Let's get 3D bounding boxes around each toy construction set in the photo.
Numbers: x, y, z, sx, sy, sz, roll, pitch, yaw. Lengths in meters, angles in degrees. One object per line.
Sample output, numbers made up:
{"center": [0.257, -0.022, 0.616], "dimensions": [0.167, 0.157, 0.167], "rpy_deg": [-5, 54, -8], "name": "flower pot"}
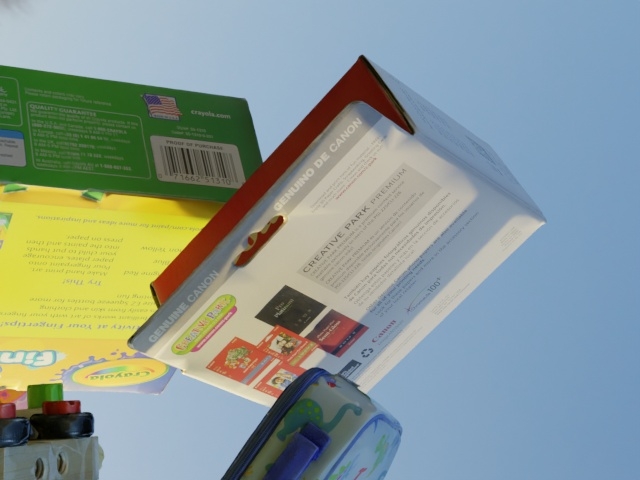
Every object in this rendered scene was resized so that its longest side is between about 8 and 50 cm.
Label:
{"center": [-0.282, 0.177, 0.837], "dimensions": [0.215, 0.151, 0.328], "rpy_deg": [-4, -173, 13], "name": "toy construction set"}

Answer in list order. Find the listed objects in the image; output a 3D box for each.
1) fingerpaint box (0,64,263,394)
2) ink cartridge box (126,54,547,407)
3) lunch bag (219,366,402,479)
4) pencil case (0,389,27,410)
{"center": [-0.327, -0.001, 1.200], "dimensions": [0.371, 0.445, 0.163], "rpy_deg": [-57, -141, 44], "name": "fingerpaint box"}
{"center": [0.000, 0.000, 1.064], "dimensions": [0.309, 0.272, 0.130], "rpy_deg": [-46, -136, 17], "name": "ink cartridge box"}
{"center": [-0.026, 0.213, 0.957], "dimensions": [0.090, 0.176, 0.219], "rpy_deg": [34, -94, 19], "name": "lunch bag"}
{"center": [-0.506, 0.270, 1.553], "dimensions": [0.124, 0.124, 0.284], "rpy_deg": [-23, -178, 41], "name": "pencil case"}
